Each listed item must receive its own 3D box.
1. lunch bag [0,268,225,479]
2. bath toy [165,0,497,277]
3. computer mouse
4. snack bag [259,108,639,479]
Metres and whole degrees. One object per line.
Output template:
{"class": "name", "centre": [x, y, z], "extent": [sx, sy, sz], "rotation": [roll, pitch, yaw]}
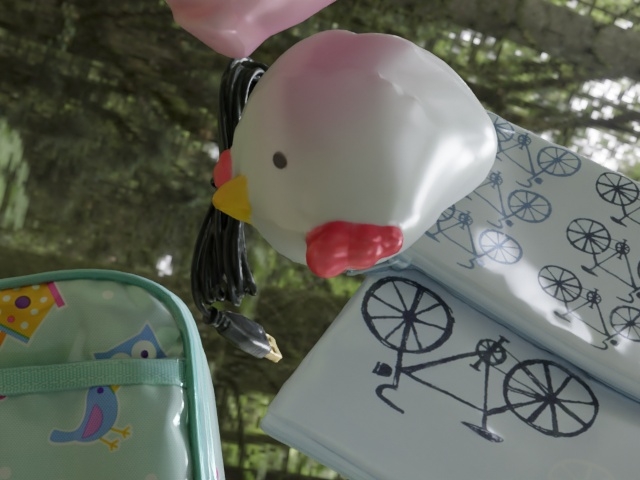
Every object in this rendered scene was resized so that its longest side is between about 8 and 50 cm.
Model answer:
{"class": "lunch bag", "centre": [-0.182, 0.125, 0.514], "extent": [0.108, 0.279, 0.224], "rotation": [100, -16, -74]}
{"class": "bath toy", "centre": [-0.010, -0.130, 0.390], "extent": [0.129, 0.151, 0.348], "rotation": [-73, 160, -54]}
{"class": "computer mouse", "centre": [0.000, 0.000, 0.792], "extent": [0.060, 0.262, 0.184], "rotation": [3, -105, 25]}
{"class": "snack bag", "centre": [0.167, 0.077, 0.748], "extent": [0.342, 0.323, 0.037], "rotation": [-49, 161, -35]}
